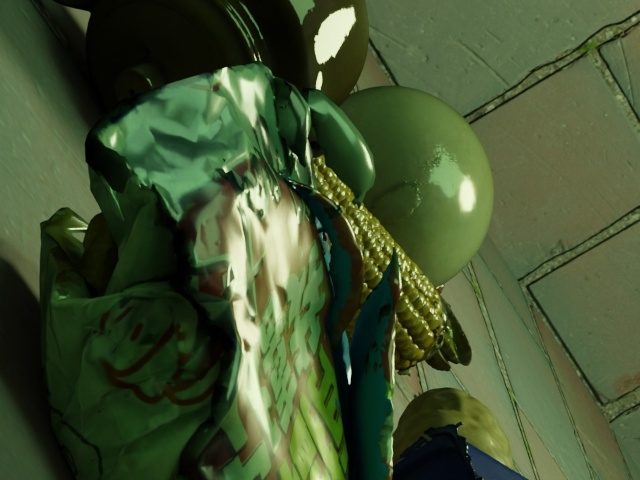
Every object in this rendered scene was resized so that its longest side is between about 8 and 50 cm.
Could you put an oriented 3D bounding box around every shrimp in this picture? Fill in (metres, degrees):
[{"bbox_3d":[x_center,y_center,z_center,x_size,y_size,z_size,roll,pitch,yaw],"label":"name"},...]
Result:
[{"bbox_3d":[0.082,0.041,1.982,0.168,0.077,0.317,55,7,-42],"label":"shrimp"}]

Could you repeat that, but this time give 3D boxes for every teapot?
[{"bbox_3d":[-0.093,-0.140,1.366,0.267,0.186,0.175,31,35,15],"label":"teapot"}]

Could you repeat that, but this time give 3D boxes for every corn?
[{"bbox_3d":[0.000,0.000,1.604,0.293,0.106,0.106,50,12,-31],"label":"corn"}]

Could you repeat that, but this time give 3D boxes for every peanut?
[{"bbox_3d":[0.105,0.182,1.556,0.263,0.101,0.117,-47,126,-81],"label":"peanut"}]

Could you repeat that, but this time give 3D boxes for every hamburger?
[{"bbox_3d":[-0.066,0.050,0.993,0.260,0.150,0.276,-1,83,-61],"label":"hamburger"}]

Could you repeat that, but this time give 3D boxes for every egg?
[{"bbox_3d":[0.066,-0.047,1.808,0.186,0.186,0.253,56,8,-18],"label":"egg"}]

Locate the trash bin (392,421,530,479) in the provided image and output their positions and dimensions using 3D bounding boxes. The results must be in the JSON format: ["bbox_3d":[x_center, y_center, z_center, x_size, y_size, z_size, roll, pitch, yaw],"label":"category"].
[{"bbox_3d":[0.123,0.230,1.287,0.234,0.184,0.162,42,17,-45],"label":"trash bin"}]
